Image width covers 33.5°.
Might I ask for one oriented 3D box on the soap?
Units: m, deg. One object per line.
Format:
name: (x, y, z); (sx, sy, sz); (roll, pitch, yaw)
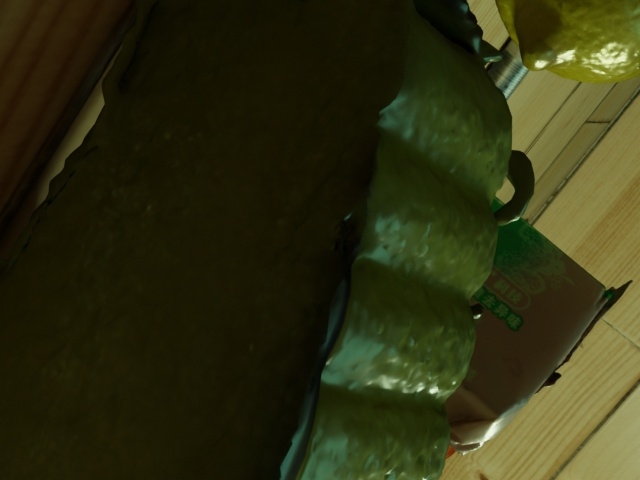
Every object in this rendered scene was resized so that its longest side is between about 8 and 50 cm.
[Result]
soap: (0.075, 0.019, 0.830); (0.218, 0.273, 0.098); (-40, 166, -34)

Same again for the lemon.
lemon: (0.236, -0.231, 0.871); (0.244, 0.187, 0.187); (-52, 168, -12)

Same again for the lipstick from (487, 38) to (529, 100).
lipstick: (0.210, -0.186, 1.226); (0.141, 0.040, 0.040); (-54, 167, 22)

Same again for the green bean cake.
green bean cake: (-0.053, 0.020, 0.534); (0.202, 0.285, 0.310); (25, 82, -53)

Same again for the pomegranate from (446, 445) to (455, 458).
pomegranate: (0.076, 0.174, 1.393); (0.229, 0.270, 0.252); (-146, -118, -67)
